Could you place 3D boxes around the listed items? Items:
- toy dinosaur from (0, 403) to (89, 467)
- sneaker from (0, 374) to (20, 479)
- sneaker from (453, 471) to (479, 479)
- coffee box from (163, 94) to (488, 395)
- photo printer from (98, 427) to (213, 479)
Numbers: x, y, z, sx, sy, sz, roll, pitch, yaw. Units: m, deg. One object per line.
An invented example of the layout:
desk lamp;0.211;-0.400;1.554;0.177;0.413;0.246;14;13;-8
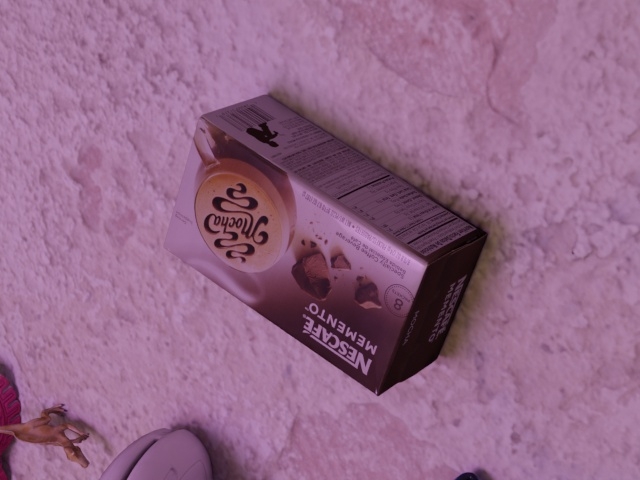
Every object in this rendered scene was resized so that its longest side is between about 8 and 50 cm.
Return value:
toy dinosaur;-0.364;0.244;1.914;0.183;0.092;0.053;9;102;22
sneaker;-0.482;0.270;2.015;0.111;0.103;0.252;29;122;24
sneaker;0.114;0.314;1.510;0.069;0.209;0.082;17;126;19
coffee box;0.000;0.000;1.532;0.297;0.119;0.168;34;124;23
photo printer;-0.197;0.388;1.750;0.107;0.256;0.308;1;110;15
